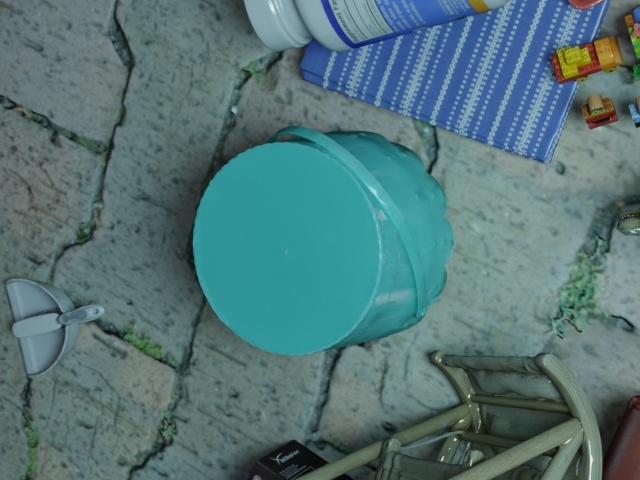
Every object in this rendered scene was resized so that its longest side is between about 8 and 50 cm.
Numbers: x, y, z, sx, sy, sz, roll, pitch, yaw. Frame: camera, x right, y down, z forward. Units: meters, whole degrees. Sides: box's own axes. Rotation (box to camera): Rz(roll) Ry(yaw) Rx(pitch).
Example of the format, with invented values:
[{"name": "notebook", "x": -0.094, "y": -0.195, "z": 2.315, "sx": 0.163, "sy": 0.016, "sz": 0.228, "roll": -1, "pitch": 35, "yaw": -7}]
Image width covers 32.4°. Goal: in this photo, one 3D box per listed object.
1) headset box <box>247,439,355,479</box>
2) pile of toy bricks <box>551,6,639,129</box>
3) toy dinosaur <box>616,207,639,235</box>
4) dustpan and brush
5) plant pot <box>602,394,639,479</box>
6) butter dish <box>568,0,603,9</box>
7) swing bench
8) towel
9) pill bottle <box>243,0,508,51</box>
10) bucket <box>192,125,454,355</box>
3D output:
[{"name": "headset box", "x": 0.019, "y": 0.424, "z": 1.370, "sx": 0.293, "sy": 0.110, "sz": 0.218, "roll": 31, "pitch": 108, "yaw": 20}, {"name": "pile of toy bricks", "x": 0.339, "y": -0.196, "z": 1.111, "sx": 0.212, "sy": 0.105, "sz": 0.118, "roll": -18, "pitch": 68, "yaw": 18}, {"name": "toy dinosaur", "x": 0.401, "y": -0.095, "z": 1.118, "sx": 0.268, "sy": 0.118, "sz": 0.064, "roll": -42, "pitch": 117, "yaw": 5}, {"name": "dustpan and brush", "x": -0.372, "y": 0.113, "z": 1.553, "sx": 0.211, "sy": 0.060, "sz": 0.147, "roll": -14, "pitch": 90, "yaw": 27}, {"name": "plant pot", "x": 0.372, "y": 0.314, "z": 1.114, "sx": 0.272, "sy": 0.272, "sz": 0.265, "roll": 20, "pitch": 96, "yaw": 23}, {"name": "butter dish", "x": 0.291, "y": -0.346, "z": 1.126, "sx": 0.160, "sy": 0.118, "sz": 0.159, "roll": -29, "pitch": 80, "yaw": 14}, {"name": "swing bench", "x": 0.144, "y": 0.251, "z": 1.168, "sx": 0.255, "sy": 0.253, "sz": 0.165, "roll": -40, "pitch": 99, "yaw": -18}, {"name": "towel", "x": 0.151, "y": -0.252, "z": 1.272, "sx": 0.336, "sy": 0.040, "sz": 0.243, "roll": 23, "pitch": 103, "yaw": 21}, {"name": "pill bottle", "x": 0.058, "y": -0.293, "z": 1.205, "sx": 0.272, "sy": 0.152, "sz": 0.152, "roll": -12, "pitch": 91, "yaw": 25}, {"name": "bucket", "x": 0.000, "y": 0.000, "z": 1.288, "sx": 0.281, "sy": 0.183, "sz": 0.281, "roll": 3, "pitch": 97, "yaw": 26}]
